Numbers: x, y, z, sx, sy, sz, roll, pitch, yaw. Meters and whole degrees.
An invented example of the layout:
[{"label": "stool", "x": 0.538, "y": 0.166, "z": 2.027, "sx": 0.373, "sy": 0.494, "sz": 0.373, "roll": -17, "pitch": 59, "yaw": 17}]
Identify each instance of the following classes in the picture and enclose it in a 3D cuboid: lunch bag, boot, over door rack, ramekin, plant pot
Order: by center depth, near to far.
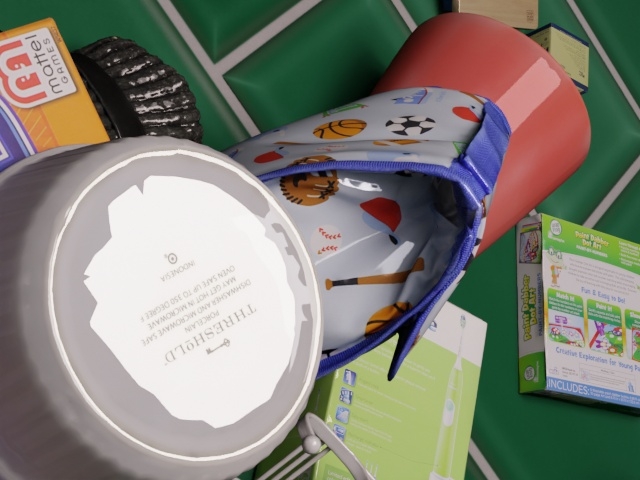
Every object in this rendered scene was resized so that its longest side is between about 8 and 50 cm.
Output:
[{"label": "ramekin", "x": -0.118, "y": 0.052, "z": 0.853, "sx": 0.273, "sy": 0.127, "sz": 0.272, "roll": 13, "pitch": 69, "yaw": -36}, {"label": "lunch bag", "x": 0.000, "y": 0.000, "z": 1.196, "sx": 0.239, "sy": 0.386, "sz": 0.328, "roll": 60, "pitch": 19, "yaw": -10}, {"label": "boot", "x": -0.297, "y": -0.177, "z": 1.243, "sx": 0.260, "sy": 0.131, "sz": 0.348, "roll": -35, "pitch": 93, "yaw": -44}, {"label": "over door rack", "x": 0.013, "y": 0.354, "z": 1.258, "sx": 0.324, "sy": 0.239, "sz": 0.108, "roll": 45, "pitch": 17, "yaw": -19}, {"label": "plant pot", "x": 0.146, "y": -0.097, "z": 1.503, "sx": 0.275, "sy": 0.275, "sz": 0.243, "roll": 51, "pitch": 63, "yaw": -15}]

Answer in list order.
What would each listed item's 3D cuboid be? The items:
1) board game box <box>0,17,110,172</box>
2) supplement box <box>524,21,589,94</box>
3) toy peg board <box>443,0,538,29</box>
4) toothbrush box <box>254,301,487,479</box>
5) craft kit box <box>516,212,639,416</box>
[{"label": "board game box", "x": -0.351, "y": 0.092, "z": 0.973, "sx": 0.357, "sy": 0.356, "sz": 0.356, "roll": -28, "pitch": 95, "yaw": -40}, {"label": "supplement box", "x": 0.343, "y": -0.257, "z": 1.826, "sx": 0.083, "sy": 0.056, "sz": 0.083, "roll": 20, "pitch": 65, "yaw": -33}, {"label": "toy peg board", "x": 0.226, "y": -0.381, "z": 1.771, "sx": 0.161, "sy": 0.079, "sz": 0.160, "roll": -3, "pitch": 94, "yaw": -38}, {"label": "toothbrush box", "x": 0.061, "y": 0.192, "z": 1.424, "sx": 0.206, "sy": 0.122, "sz": 0.283, "roll": 27, "pitch": 62, "yaw": -29}, {"label": "craft kit box", "x": 0.378, "y": 0.108, "z": 1.748, "sx": 0.250, "sy": 0.061, "sz": 0.246, "roll": 16, "pitch": 70, "yaw": -35}]
